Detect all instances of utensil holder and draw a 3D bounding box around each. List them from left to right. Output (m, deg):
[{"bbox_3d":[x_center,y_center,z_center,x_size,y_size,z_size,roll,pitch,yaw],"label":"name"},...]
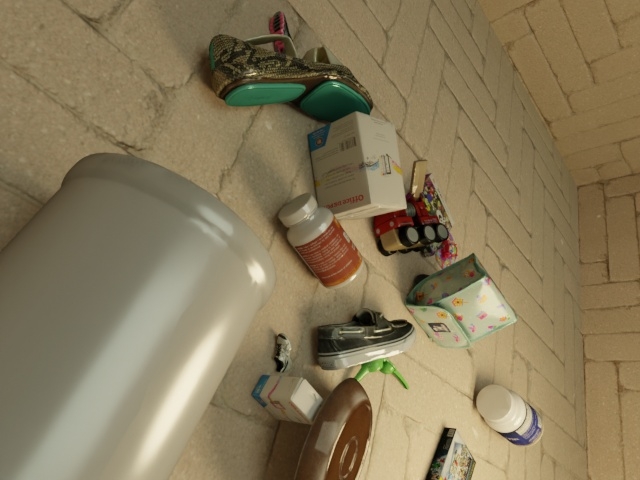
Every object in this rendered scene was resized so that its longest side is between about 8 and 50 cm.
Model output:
[{"bbox_3d":[-0.282,0.141,0.559,0.327,0.327,0.385,46,53,-29],"label":"utensil holder"}]

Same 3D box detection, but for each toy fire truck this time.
[{"bbox_3d":[0.263,-0.098,1.329,0.217,0.158,0.246,-6,74,-39],"label":"toy fire truck"}]

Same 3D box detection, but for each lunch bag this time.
[{"bbox_3d":[0.416,0.202,1.355,0.223,0.262,0.160,49,18,-26],"label":"lunch bag"}]

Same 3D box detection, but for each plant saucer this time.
[{"bbox_3d":[0.041,0.447,0.934,0.310,0.050,0.311,-31,126,-55],"label":"plant saucer"}]

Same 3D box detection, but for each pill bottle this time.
[{"bbox_3d":[0.000,0.000,1.041,0.216,0.121,0.121,54,47,-24],"label":"pill bottle"},{"bbox_3d":[0.671,0.620,1.588,0.264,0.153,0.153,41,53,-33],"label":"pill bottle"}]

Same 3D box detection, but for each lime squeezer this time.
[{"bbox_3d":[0.158,0.352,1.172,0.310,0.059,0.110,12,71,-46],"label":"lime squeezer"}]

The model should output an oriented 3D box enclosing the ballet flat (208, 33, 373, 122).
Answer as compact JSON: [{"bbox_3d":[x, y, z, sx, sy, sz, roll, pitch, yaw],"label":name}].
[{"bbox_3d":[-0.051,-0.399,1.070,0.483,0.164,0.182,-7,80,-44],"label":"ballet flat"}]

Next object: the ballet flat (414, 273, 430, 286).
[{"bbox_3d":[0.388,0.156,1.461,0.203,0.074,0.074,29,60,-39],"label":"ballet flat"}]

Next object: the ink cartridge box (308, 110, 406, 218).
[{"bbox_3d":[0.096,-0.180,1.155,0.168,0.171,0.233,-1,81,-47],"label":"ink cartridge box"}]

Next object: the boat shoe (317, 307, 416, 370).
[{"bbox_3d":[0.128,0.229,1.121,0.335,0.121,0.119,-5,88,-46],"label":"boat shoe"}]

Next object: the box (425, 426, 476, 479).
[{"bbox_3d":[0.387,0.710,1.336,0.233,0.044,0.159,-47,115,-43],"label":"box"}]

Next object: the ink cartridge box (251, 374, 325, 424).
[{"bbox_3d":[-0.064,0.316,0.890,0.088,0.122,0.052,53,47,-24],"label":"ink cartridge box"}]

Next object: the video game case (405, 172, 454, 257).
[{"bbox_3d":[0.368,-0.090,1.524,0.232,0.042,0.210,-43,110,-44],"label":"video game case"}]

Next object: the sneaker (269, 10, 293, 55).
[{"bbox_3d":[-0.092,-0.518,1.137,0.057,0.047,0.119,-14,98,-54],"label":"sneaker"}]

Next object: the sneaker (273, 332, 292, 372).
[{"bbox_3d":[-0.083,0.242,0.956,0.037,0.032,0.083,-6,84,-48],"label":"sneaker"}]

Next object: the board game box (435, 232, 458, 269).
[{"bbox_3d":[0.465,0.034,1.603,0.133,0.033,0.169,58,45,-19],"label":"board game box"}]
